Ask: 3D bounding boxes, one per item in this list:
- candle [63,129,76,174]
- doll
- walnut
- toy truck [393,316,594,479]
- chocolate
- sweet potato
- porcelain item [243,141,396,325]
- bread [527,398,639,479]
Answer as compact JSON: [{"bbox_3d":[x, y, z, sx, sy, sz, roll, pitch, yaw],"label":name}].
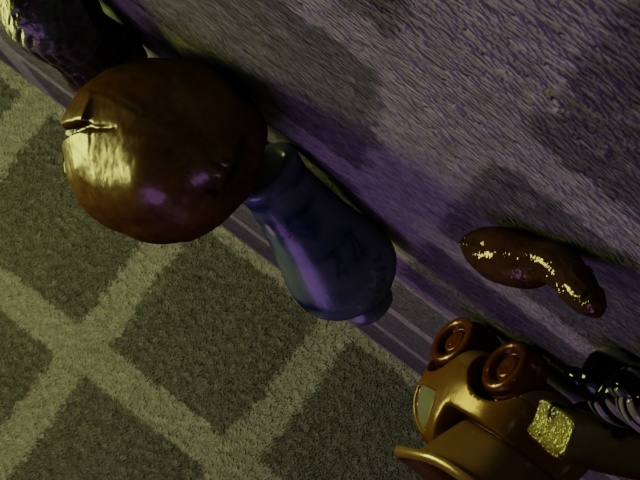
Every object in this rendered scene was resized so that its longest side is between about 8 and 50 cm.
[{"bbox_3d":[-0.296,-0.110,2.076,0.187,0.187,0.330,36,176,13],"label":"candle"},{"bbox_3d":[0.292,0.143,1.155,0.091,0.067,0.219,34,174,-7],"label":"doll"},{"bbox_3d":[-0.157,-0.094,1.330,0.209,0.209,0.336,40,169,-27],"label":"walnut"},{"bbox_3d":[0.231,0.243,1.596,0.204,0.212,0.288,41,169,-24],"label":"toy truck"},{"bbox_3d":[-0.278,-0.230,1.423,0.110,0.110,0.248,33,170,33],"label":"chocolate"},{"bbox_3d":[0.173,0.023,0.981,0.050,0.050,0.214,40,175,-23],"label":"sweet potato"},{"bbox_3d":[0.000,0.000,1.488,0.141,0.141,0.259,30,162,51],"label":"porcelain item"},{"bbox_3d":[0.326,0.214,1.255,0.226,0.049,0.088,16,-176,-17],"label":"bread"}]
